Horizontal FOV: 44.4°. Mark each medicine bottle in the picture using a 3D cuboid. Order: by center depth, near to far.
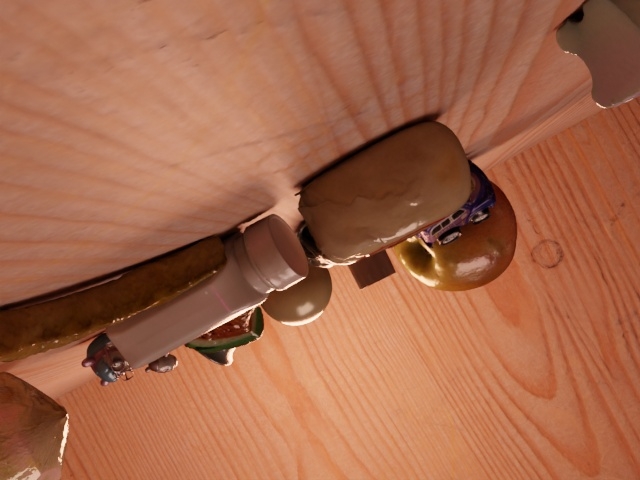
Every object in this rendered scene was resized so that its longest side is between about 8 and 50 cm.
[{"bbox_3d":[-0.168,0.074,1.170,0.296,0.111,0.161,-31,-166,15],"label":"medicine bottle"}]

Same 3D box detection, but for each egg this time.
[{"bbox_3d":[-0.064,0.111,1.913,0.185,0.186,0.242,-28,-176,3],"label":"egg"}]

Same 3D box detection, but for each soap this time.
[{"bbox_3d":[0.419,-0.255,0.900,0.208,0.115,0.346,-32,175,42],"label":"soap"}]

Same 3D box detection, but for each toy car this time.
[{"bbox_3d":[0.319,-0.105,1.983,0.235,0.172,0.158,-33,161,9],"label":"toy car"}]

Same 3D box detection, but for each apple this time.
[{"bbox_3d":[0.369,-0.024,2.204,0.304,0.339,0.338,-18,173,-19],"label":"apple"}]

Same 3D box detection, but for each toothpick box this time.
[{"bbox_3d":[0.110,0.025,2.037,0.111,0.181,0.111,-26,176,-2],"label":"toothpick box"}]

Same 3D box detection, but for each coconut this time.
[{"bbox_3d":[-0.533,0.332,1.300,0.230,0.227,0.227,-27,176,-17],"label":"coconut"}]

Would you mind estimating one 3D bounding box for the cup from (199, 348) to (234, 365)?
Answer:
[{"bbox_3d":[-0.251,0.195,1.978,0.150,0.199,0.199,-46,173,9],"label":"cup"}]

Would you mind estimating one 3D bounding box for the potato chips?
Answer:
[{"bbox_3d":[-0.255,0.072,0.937,0.080,0.057,0.407,-33,174,33],"label":"potato chips"}]

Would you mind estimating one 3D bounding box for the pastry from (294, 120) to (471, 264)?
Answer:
[{"bbox_3d":[0.090,-0.061,1.095,0.264,0.133,0.265,-27,-179,0],"label":"pastry"}]

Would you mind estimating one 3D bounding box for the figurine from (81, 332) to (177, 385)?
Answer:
[{"bbox_3d":[-0.366,0.215,1.662,0.260,0.103,0.205,-31,152,-7],"label":"figurine"}]

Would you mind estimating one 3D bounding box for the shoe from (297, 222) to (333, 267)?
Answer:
[{"bbox_3d":[0.000,0.000,1.545,0.098,0.103,0.275,-25,170,-22],"label":"shoe"}]

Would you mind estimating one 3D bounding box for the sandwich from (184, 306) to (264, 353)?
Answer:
[{"bbox_3d":[-0.161,0.114,1.434,0.250,0.162,0.301,-31,180,-21],"label":"sandwich"}]
